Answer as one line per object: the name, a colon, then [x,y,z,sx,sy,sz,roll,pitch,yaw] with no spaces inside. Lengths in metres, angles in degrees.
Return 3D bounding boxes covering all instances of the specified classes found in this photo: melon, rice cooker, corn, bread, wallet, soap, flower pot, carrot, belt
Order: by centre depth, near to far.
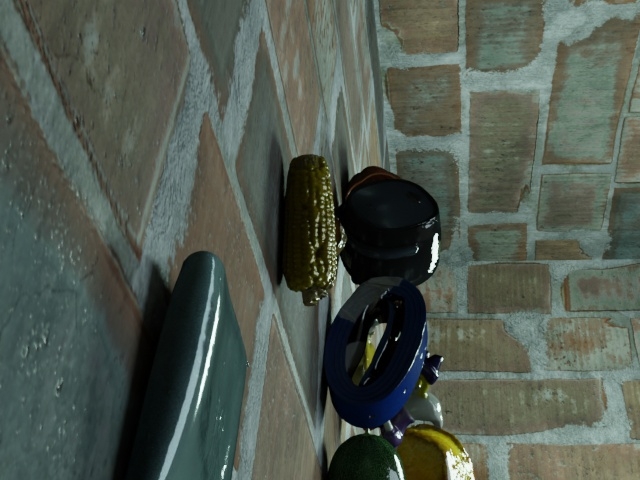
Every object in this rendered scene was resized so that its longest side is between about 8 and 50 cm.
wallet: [-0.127,0.182,0.914,0.290,0.054,0.251,84,13,-59]
corn: [-0.019,-0.019,1.495,0.097,0.097,0.261,50,38,-76]
carrot: [0.000,0.000,1.673,0.263,0.102,0.101,65,25,-83]
melon: [0.101,0.550,1.928,0.182,0.182,0.287,44,47,-78]
belt: [0.125,0.248,1.986,0.117,0.213,0.346,76,30,-50]
rice cooker: [0.165,-0.005,2.155,0.267,0.267,0.224,-80,175,-51]
soap: [0.092,0.327,2.236,0.233,0.076,0.135,-66,153,-68]
flower pot: [0.149,-0.115,2.382,0.173,0.191,0.190,-102,-173,-71]
bread: [0.249,0.672,2.387,0.204,0.337,0.358,51,30,-63]

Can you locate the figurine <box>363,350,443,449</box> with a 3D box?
figurine: [0.197,0.467,2.211,0.420,0.193,0.154,-62,-173,2]
